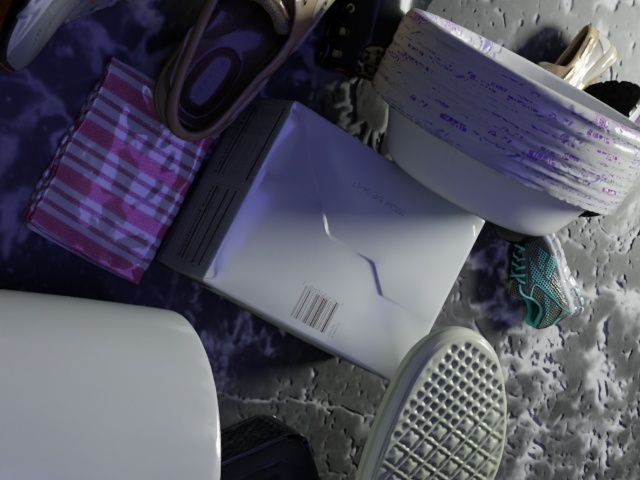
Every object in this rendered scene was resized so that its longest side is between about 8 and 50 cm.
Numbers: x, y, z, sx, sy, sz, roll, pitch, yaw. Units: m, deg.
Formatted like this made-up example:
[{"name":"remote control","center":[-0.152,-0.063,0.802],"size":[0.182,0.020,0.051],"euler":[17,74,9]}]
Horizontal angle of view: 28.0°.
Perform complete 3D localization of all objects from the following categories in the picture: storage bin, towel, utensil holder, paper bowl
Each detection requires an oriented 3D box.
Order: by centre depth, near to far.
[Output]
[{"name":"utensil holder","center":[-0.322,0.194,1.141],"size":[0.385,0.327,0.327],"euler":[6,95,-28]},{"name":"paper bowl","center":[0.182,-0.109,1.304],"size":[0.284,0.284,0.148],"euler":[20,105,-27]},{"name":"towel","center":[-0.200,-0.070,1.320],"size":[0.144,0.029,0.197],"euler":[31,84,-27]},{"name":"storage bin","center":[-0.096,0.280,1.394],"size":[0.180,0.084,0.122],"euler":[-21,107,-22]}]

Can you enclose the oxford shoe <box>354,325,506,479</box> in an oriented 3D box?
[{"name":"oxford shoe","center":[0.094,0.281,1.404],"size":[0.169,0.130,0.449],"euler":[-6,121,-21]}]

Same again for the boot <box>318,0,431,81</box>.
[{"name":"boot","center":[0.023,-0.273,1.366],"size":[0.236,0.085,0.178],"euler":[16,94,-25]}]

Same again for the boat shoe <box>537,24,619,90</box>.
[{"name":"boat shoe","center":[0.277,-0.188,1.517],"size":[0.170,0.063,0.059],"euler":[-44,103,-15]}]

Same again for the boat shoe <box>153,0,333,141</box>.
[{"name":"boat shoe","center":[-0.044,-0.242,1.263],"size":[0.122,0.110,0.341],"euler":[29,95,-14]}]

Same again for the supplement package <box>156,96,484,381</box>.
[{"name":"supplement package","center":[0.000,0.000,1.361],"size":[0.262,0.145,0.204],"euler":[30,84,-26]}]

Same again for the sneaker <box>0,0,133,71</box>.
[{"name":"sneaker","center":[-0.211,-0.257,1.251],"size":[0.121,0.099,0.262],"euler":[39,82,-30]}]

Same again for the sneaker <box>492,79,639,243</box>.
[{"name":"sneaker","center":[0.304,-0.061,1.490],"size":[0.283,0.107,0.124],"euler":[-44,131,-33]}]

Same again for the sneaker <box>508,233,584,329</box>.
[{"name":"sneaker","center":[0.254,0.037,1.539],"size":[0.076,0.065,0.166],"euler":[-31,107,-11]}]
